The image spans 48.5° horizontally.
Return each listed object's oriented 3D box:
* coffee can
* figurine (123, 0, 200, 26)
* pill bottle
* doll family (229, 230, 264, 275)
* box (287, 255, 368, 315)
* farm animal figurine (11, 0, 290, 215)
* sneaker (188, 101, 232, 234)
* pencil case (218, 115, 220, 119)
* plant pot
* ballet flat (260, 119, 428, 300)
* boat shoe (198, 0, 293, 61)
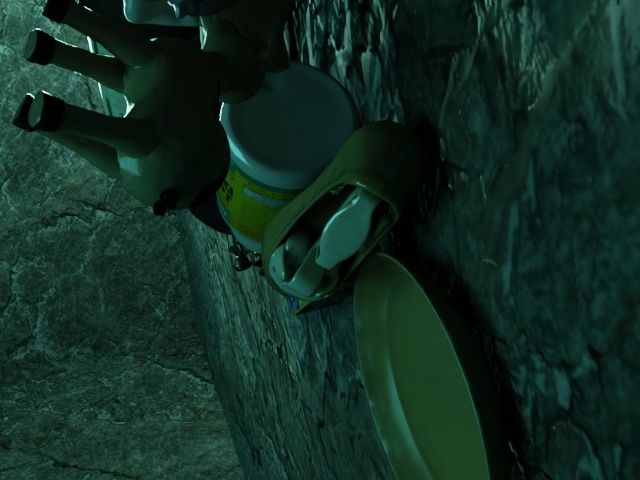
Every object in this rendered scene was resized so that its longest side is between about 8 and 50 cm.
[{"bbox_3d":[-0.317,-0.329,1.316,0.275,0.202,0.201,94,158,-49],"label":"coffee can"},{"bbox_3d":[-0.144,-0.356,0.746,0.215,0.092,0.209,-71,-11,-53],"label":"figurine"},{"bbox_3d":[-0.039,-0.063,0.669,0.208,0.118,0.117,113,141,-67],"label":"pill bottle"},{"bbox_3d":[-0.073,0.000,0.943,0.193,0.076,0.111,166,96,-73],"label":"doll family"},{"bbox_3d":[0.002,0.034,0.726,0.169,0.054,0.059,129,127,-73],"label":"box"},{"bbox_3d":[-0.062,-0.199,0.452,0.327,0.172,0.330,40,105,52],"label":"farm animal figurine"},{"bbox_3d":[-0.188,-0.158,1.151,0.178,0.124,0.295,-81,-30,-42],"label":"sneaker"},{"bbox_3d":[-0.113,-0.115,0.958,0.206,0.086,0.088,-136,62,-67],"label":"pencil case"},{"bbox_3d":[0.082,0.121,0.545,0.236,0.032,0.236,166,90,-76],"label":"plant pot"},{"bbox_3d":[0.000,0.000,0.541,0.232,0.080,0.073,-55,10,50],"label":"ballet flat"},{"bbox_3d":[-0.079,-0.239,0.705,0.285,0.103,0.092,89,157,-58],"label":"boat shoe"}]
